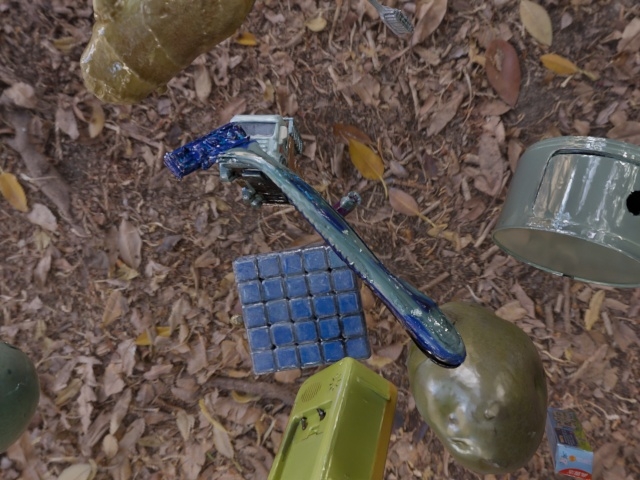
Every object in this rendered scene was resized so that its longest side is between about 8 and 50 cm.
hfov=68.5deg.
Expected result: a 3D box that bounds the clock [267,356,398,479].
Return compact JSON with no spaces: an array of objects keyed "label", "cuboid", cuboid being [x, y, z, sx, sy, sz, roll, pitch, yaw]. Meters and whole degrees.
[{"label":"clock","cuboid":[0.014,0.265,0.596,0.096,0.202,0.143,34,135,-12]}]

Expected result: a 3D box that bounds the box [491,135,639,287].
[{"label":"box","cuboid":[0.395,-0.039,0.713,0.226,0.226,0.149,21,82,8]}]

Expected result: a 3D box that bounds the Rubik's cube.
[{"label":"Rubik's cube","cuboid":[-0.034,0.125,0.991,0.237,0.238,0.237,-9,91,2]}]

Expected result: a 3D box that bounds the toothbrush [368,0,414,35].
[{"label":"toothbrush","cuboid":[0.012,-0.359,0.585,0.029,0.354,0.024,25,93,47]}]

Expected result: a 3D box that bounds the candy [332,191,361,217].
[{"label":"candy","cuboid":[0.043,-0.067,1.111,0.045,0.175,0.043,30,52,-19]}]

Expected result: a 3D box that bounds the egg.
[{"label":"egg","cuboid":[-0.559,0.263,0.774,0.169,0.169,0.236,38,123,8]}]

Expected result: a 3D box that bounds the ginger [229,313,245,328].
[{"label":"ginger","cuboid":[-0.175,0.196,1.142,0.057,0.137,0.044,33,94,33]}]

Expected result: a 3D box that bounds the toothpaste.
[{"label":"toothpaste","cuboid":[0.411,0.325,0.764,0.070,0.193,0.044,5,90,22]}]

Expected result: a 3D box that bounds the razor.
[{"label":"razor","cuboid":[0.003,-0.008,0.419,0.324,0.056,0.093,40,51,14]}]

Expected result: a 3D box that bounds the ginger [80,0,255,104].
[{"label":"ginger","cuboid":[-0.242,-0.357,0.775,0.354,0.190,0.126,-33,53,-3]}]

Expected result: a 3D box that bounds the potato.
[{"label":"potato","cuboid":[0.181,0.167,0.552,0.178,0.235,0.160,37,106,14]}]

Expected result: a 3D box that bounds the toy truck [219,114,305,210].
[{"label":"toy truck","cuboid":[-0.066,-0.110,0.614,0.080,0.177,0.115,3,80,9]}]
